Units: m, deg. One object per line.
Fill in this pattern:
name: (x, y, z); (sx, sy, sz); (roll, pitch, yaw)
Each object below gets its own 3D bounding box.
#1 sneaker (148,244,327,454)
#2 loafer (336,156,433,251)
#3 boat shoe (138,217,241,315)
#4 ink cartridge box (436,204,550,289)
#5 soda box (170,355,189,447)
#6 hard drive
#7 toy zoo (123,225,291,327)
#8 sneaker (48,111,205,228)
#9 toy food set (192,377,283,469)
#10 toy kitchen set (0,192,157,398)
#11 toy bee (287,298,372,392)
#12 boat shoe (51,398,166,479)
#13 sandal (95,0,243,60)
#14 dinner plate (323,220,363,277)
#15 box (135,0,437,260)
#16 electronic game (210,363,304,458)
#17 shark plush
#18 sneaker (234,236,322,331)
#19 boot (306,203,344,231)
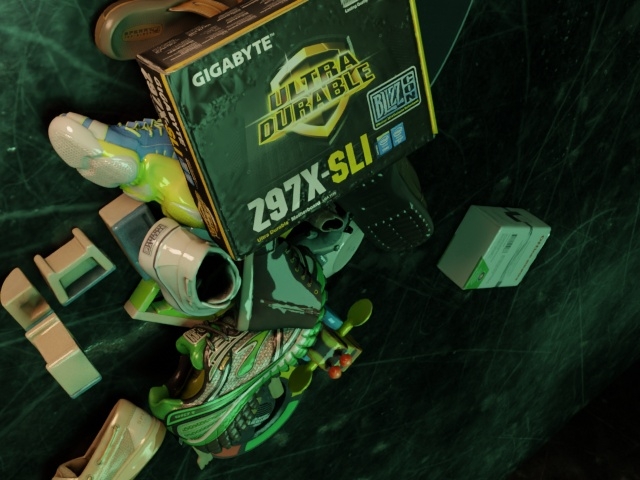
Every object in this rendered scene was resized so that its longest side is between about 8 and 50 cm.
sneaker: (-0.117, 0.150, 1.254); (0.146, 0.134, 0.343); (37, 85, -37)
loafer: (0.055, -0.126, 1.256); (0.133, 0.130, 0.366); (-18, 139, 15)
boat shoe: (-0.147, 0.049, 1.105); (0.096, 0.088, 0.267); (-60, 163, -17)
ink cartridge box: (0.356, 0.014, 1.734); (0.208, 0.087, 0.153); (2, 123, -48)
soda box: (-0.203, 0.257, 1.390); (0.060, 0.053, 0.169); (-16, 135, -38)
hard drive: (0.139, -0.323, 1.180); (0.172, 0.054, 0.255); (-10, 131, -43)
toy zoo: (-0.134, 0.001, 1.227); (0.293, 0.030, 0.192); (-55, 146, 11)
sneaker: (-0.206, -0.113, 1.007); (0.240, 0.091, 0.126); (36, 65, -46)
toy food set: (-0.149, 0.278, 1.409); (0.192, 0.038, 0.132); (-41, 148, -23)
toy kitchen set: (-0.255, 0.075, 1.045); (0.207, 0.166, 0.122); (-38, 145, -14)
toy bee: (-0.002, 0.184, 1.445); (0.298, 0.162, 0.195); (4, 123, -50)
boat shoe: (-0.365, 0.374, 1.303); (0.098, 0.109, 0.302); (39, 94, -17)
sandal: (-0.141, -0.242, 0.946); (0.219, 0.060, 0.090); (-21, 138, -34)
dinner plate: (0.041, 0.011, 1.406); (0.141, 0.017, 0.141); (-50, 164, -20)
box: (-0.021, -0.163, 0.992); (0.322, 0.079, 0.257); (-33, 132, -20)
electronic game: (-0.120, 0.304, 1.534); (0.229, 0.048, 0.229); (-30, 143, -26)
shark plush: (0.000, 0.000, 1.291); (0.067, 0.161, 0.073); (8, 79, -32)
sneaker: (-0.052, 0.020, 1.177); (0.118, 0.083, 0.222); (2, 112, -14)
boot: (-0.024, -0.043, 1.199); (0.118, 0.087, 0.042); (-5, 126, -47)
